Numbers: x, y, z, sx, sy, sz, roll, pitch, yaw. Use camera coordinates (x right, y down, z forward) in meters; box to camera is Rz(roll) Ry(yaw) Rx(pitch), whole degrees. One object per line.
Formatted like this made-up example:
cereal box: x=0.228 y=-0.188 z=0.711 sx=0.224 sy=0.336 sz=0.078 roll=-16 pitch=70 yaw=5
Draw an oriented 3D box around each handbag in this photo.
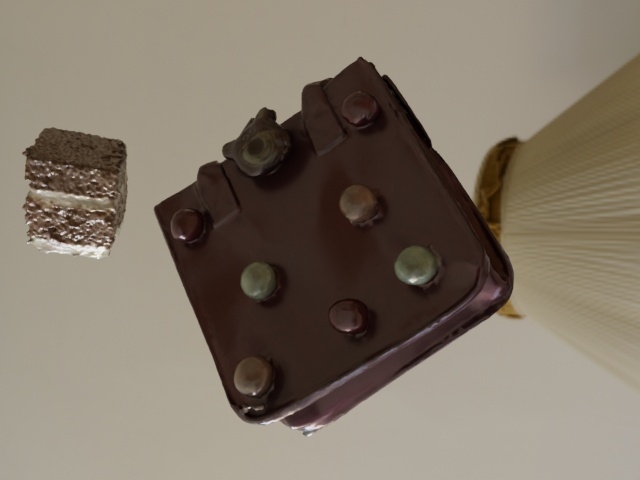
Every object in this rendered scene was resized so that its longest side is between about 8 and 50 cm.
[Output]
handbag: x=-0.001 y=0.000 z=0.525 sx=0.216 sy=0.203 sz=0.074 roll=62 pitch=-165 yaw=25

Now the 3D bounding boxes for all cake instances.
cake: x=-0.339 y=-0.064 z=1.052 sx=0.135 sy=0.135 sz=0.147 roll=-101 pitch=25 yaw=-63
